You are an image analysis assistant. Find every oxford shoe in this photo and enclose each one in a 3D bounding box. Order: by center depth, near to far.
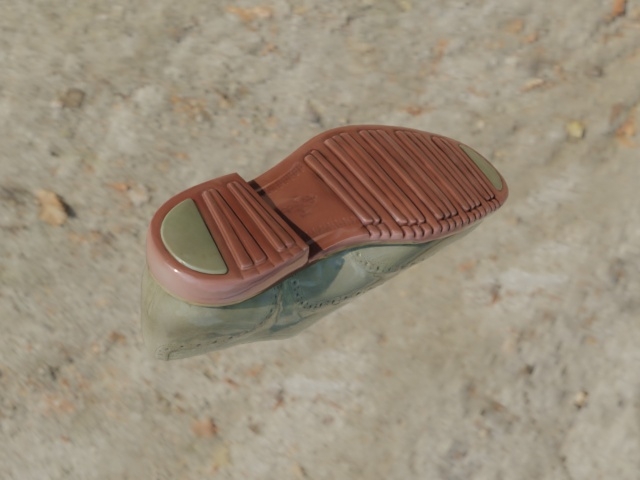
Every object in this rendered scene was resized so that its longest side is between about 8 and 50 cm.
[{"bbox_3d":[0.000,0.000,1.415,0.397,0.140,0.146,-15,143,-34],"label":"oxford shoe"}]
